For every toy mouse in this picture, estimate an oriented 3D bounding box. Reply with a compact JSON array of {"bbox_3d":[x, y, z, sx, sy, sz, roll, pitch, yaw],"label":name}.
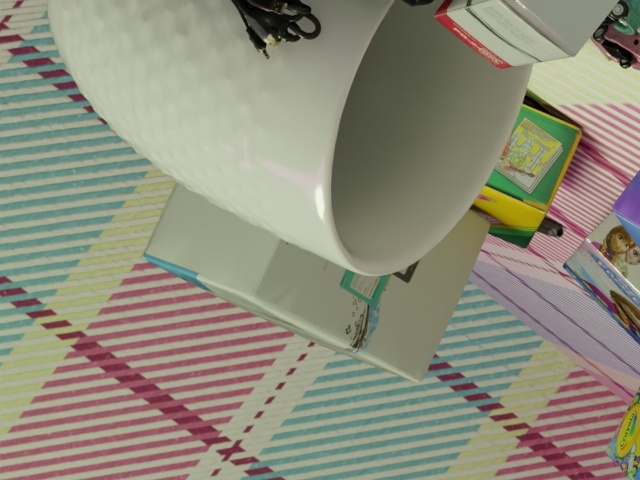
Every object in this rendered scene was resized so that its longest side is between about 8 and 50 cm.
[{"bbox_3d":[0.206,-0.160,1.097,0.143,0.031,0.161,35,177,40],"label":"toy mouse"}]

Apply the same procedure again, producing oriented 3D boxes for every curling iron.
[{"bbox_3d":[0.250,-0.052,2.229,0.068,0.035,0.274,39,177,-41],"label":"curling iron"}]

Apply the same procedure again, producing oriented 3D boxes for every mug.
[{"bbox_3d":[-0.040,-0.198,1.184,0.328,0.276,0.374,26,135,29],"label":"mug"}]

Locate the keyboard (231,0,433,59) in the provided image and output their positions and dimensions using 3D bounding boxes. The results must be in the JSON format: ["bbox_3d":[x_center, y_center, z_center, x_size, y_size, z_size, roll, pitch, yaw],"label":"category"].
[{"bbox_3d":[-0.044,-0.251,1.030,0.317,0.201,0.033,37,-168,19],"label":"keyboard"}]

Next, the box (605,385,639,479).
[{"bbox_3d":[0.482,0.236,1.508,0.290,0.177,0.279,20,-167,-20],"label":"box"}]

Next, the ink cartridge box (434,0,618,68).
[{"bbox_3d":[0.142,-0.167,0.959,0.063,0.109,0.150,38,177,-11],"label":"ink cartridge box"}]

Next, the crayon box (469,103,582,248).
[{"bbox_3d":[0.088,-0.122,1.702,0.363,0.106,0.313,24,176,7],"label":"crayon box"}]

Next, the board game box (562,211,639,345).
[{"bbox_3d":[0.430,0.107,1.844,0.319,0.066,0.318,46,178,8],"label":"board game box"}]

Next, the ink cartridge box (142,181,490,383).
[{"bbox_3d":[0.000,0.000,1.646,0.270,0.197,0.198,30,172,-42],"label":"ink cartridge box"}]

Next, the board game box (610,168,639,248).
[{"bbox_3d":[0.445,0.067,1.374,0.347,0.078,0.233,35,177,36],"label":"board game box"}]
